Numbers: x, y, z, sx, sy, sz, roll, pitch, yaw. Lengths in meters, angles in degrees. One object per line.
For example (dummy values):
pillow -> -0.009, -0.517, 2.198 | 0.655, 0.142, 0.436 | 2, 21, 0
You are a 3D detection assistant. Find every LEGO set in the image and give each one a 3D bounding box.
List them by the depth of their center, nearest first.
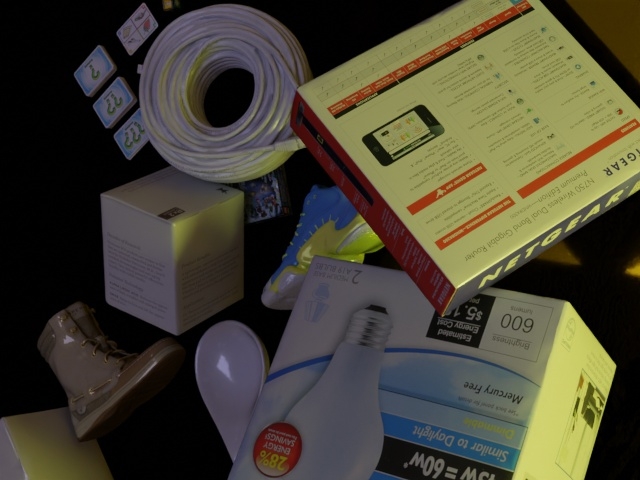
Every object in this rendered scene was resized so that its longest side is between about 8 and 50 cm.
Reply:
LEGO set -> -0.286, -0.270, 1.807 | 0.244, 0.060, 0.182 | -40, 74, 28

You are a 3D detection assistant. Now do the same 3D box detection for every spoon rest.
spoon rest -> -0.110, 0.251, 1.689 | 0.137, 0.084, 0.276 | -28, 77, 31

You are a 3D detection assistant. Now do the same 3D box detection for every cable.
cable -> -0.133, -0.211, 1.650 | 0.257, 0.089, 0.257 | -18, 78, 15

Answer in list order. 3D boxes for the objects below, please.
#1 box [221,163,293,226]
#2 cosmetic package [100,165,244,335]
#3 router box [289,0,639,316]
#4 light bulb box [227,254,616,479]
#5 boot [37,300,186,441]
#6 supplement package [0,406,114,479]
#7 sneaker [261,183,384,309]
box -> -0.109, -0.070, 1.710 | 0.137, 0.027, 0.094 | -14, 83, 34
cosmetic package -> -0.215, 0.011, 1.681 | 0.151, 0.151, 0.183 | 20, 121, 32
router box -> 0.185, -0.121, 1.339 | 0.301, 0.335, 0.082 | 53, 159, 18
light bulb box -> 0.117, 0.245, 1.377 | 0.358, 0.225, 0.361 | 9, 70, 34
boot -> -0.343, 0.177, 1.839 | 0.262, 0.095, 0.203 | -42, 68, 32
supplement package -> -0.511, 0.424, 1.908 | 0.293, 0.175, 0.177 | -37, 70, 29
sneaker -> 0.000, 0.000, 1.619 | 0.240, 0.091, 0.126 | -35, 54, 30
